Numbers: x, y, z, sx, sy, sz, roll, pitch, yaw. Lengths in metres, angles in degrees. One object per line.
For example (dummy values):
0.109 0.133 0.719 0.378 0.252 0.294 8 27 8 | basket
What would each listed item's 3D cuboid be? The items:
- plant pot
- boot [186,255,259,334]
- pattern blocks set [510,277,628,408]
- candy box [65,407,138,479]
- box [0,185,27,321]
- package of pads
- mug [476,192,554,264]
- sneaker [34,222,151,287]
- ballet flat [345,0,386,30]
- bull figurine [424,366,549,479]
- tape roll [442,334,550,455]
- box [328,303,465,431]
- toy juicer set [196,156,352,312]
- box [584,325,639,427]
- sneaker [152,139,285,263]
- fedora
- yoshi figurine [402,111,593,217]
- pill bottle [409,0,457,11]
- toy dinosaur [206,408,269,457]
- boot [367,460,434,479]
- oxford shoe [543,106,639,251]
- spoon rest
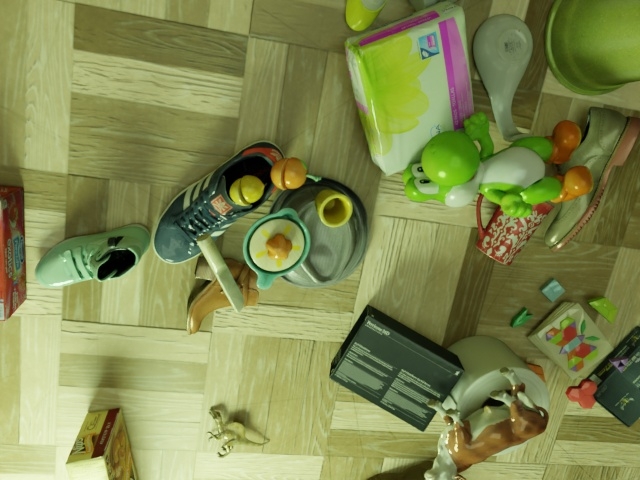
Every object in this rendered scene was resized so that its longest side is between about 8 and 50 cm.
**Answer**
0.648 -0.431 1.085 0.276 0.254 0.276 -3 108 -8 | plant pot
-0.219 0.136 1.214 0.152 0.073 0.197 12 107 -17 | boot
0.652 0.264 1.392 0.325 0.026 0.285 34 98 -6 | pattern blocks set
-0.490 0.579 1.245 0.087 0.183 0.316 -8 108 -6 | candy box
-0.677 0.021 1.072 0.128 0.122 0.257 4 106 -11 | box
0.186 -0.298 1.092 0.229 0.101 0.296 -22 127 -2 | package of pads
0.436 -0.045 1.263 0.113 0.150 0.169 2 120 -57 | mug
-0.482 0.046 1.098 0.256 0.151 0.094 -22 111 -1 | sneaker
0.124 -0.528 1.060 0.077 0.077 0.231 29 101 -17 | ballet flat
0.353 0.425 1.204 0.310 0.101 0.188 -28 107 1 | bull figurine
0.419 0.385 1.345 0.246 0.169 0.246 -3 108 -9 | tape roll
0.179 0.302 1.284 0.261 0.103 0.184 30 103 -1 | box
-0.110 -0.015 1.029 0.329 0.089 0.209 -44 120 3 | toy juicer set
0.860 0.377 1.473 0.183 0.059 0.233 38 98 -18 | box
-0.216 -0.073 1.107 0.350 0.148 0.131 -44 109 6 | sneaker
0.000 0.000 1.179 0.243 0.124 0.275 -2 107 -8 | fedora
0.350 -0.151 1.075 0.362 0.203 0.203 -7 116 -1 | yoshi figurine
0.271 -0.544 1.059 0.208 0.117 0.117 -32 109 1 | pill bottle
-0.217 0.495 1.334 0.183 0.053 0.092 40 96 -18 | toy dinosaur
0.227 0.732 1.463 0.262 0.095 0.203 -16 110 -9 | boot
0.601 -0.142 1.260 0.130 0.123 0.348 27 104 11 | oxford shoe
0.407 -0.352 1.173 0.137 0.084 0.276 -9 95 -8 | spoon rest
